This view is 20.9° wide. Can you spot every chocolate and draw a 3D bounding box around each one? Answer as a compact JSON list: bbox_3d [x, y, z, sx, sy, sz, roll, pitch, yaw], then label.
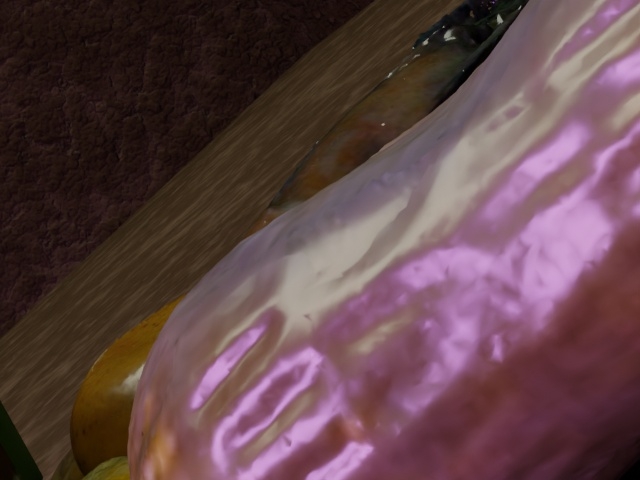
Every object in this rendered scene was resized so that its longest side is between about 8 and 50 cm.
[{"bbox_3d":[0.070,-0.004,0.457,0.309,0.134,0.134,-39,8,18],"label":"chocolate"}]

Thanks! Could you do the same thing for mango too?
[{"bbox_3d":[-0.039,0.060,0.792,0.165,0.089,0.115,-39,7,-13],"label":"mango"}]

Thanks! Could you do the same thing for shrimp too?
[{"bbox_3d":[0.000,0.000,1.019,0.445,0.085,0.272,-49,5,-21],"label":"shrimp"}]

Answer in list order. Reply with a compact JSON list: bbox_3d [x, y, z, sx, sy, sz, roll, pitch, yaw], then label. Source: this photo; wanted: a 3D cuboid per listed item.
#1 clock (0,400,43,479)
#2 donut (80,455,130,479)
[{"bbox_3d":[-0.256,0.136,0.697,0.255,0.106,0.220,-29,7,-2],"label":"clock"},{"bbox_3d":[-0.103,0.150,0.683,0.162,0.065,0.178,-41,9,9],"label":"donut"}]
